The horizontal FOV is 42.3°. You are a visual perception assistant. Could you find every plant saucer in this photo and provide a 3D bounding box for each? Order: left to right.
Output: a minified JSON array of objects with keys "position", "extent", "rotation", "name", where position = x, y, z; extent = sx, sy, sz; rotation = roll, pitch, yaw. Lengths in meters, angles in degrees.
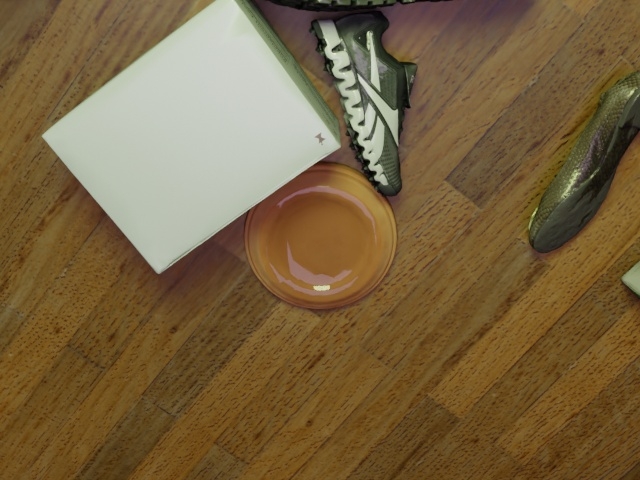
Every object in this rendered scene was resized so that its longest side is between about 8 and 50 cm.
[{"position":[0.000,0.000,1.060],"extent":[0.200,0.037,0.200],"rotation":[0,110,-1],"name":"plant saucer"}]

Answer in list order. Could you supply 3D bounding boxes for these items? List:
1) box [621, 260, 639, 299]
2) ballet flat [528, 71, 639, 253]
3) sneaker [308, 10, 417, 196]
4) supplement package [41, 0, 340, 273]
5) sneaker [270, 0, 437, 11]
[{"position":[0.532,0.169,1.017],"extent":[0.322,0.232,0.058],"rotation":[41,100,-14],"name":"box"},{"position":[0.328,-0.095,1.021],"extent":[0.084,0.058,0.250],"rotation":[5,121,-40],"name":"ballet flat"},{"position":[0.074,-0.164,0.979],"extent":[0.106,0.078,0.234],"rotation":[-22,112,0],"name":"sneaker"},{"position":[-0.140,-0.131,0.956],"extent":[0.262,0.145,0.204],"rotation":[-34,106,11],"name":"supplement package"},{"position":[0.063,-0.330,0.907],"extent":[0.343,0.134,0.146],"rotation":[-8,103,-6],"name":"sneaker"}]
